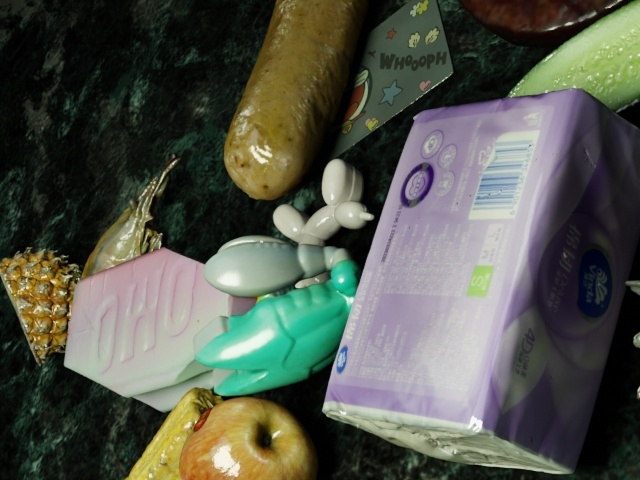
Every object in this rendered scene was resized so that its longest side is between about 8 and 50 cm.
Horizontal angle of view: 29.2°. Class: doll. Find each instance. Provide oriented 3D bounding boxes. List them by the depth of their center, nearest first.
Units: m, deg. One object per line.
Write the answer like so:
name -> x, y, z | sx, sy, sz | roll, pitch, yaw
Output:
doll -> -0.012, 0.090, 1.373 | 0.153, 0.258, 0.195 | -104, 17, -60
doll -> 0.000, 0.000, 1.482 | 0.161, 0.059, 0.160 | -40, 40, 23

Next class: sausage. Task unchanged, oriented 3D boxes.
sausage -> -0.010, -0.278, 1.607 | 0.123, 0.136, 0.501 | 7, 69, 27

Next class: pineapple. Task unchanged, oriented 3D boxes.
pineapple -> -0.391, 0.080, 1.834 | 0.137, 0.161, 0.176 | -23, 33, -13

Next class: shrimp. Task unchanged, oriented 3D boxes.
shrimp -> -0.249, 0.003, 1.765 | 0.117, 0.066, 0.262 | 40, 101, 13

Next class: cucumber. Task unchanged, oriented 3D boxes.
cucumber -> 0.288, -0.160, 1.255 | 0.244, 0.063, 0.115 | -24, 58, 37

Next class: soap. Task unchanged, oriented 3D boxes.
soap -> -0.187, 0.111, 1.569 | 0.324, 0.109, 0.193 | -18, 59, 39

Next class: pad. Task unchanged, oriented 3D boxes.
pad -> 0.065, -0.207, 1.588 | 0.245, 0.006, 0.170 | -34, 44, 30

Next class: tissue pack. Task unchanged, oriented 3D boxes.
tissue pack -> 0.163, 0.045, 1.183 | 0.242, 0.160, 0.338 | -2, 66, 55

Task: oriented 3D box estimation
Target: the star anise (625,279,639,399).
star anise -> 0.346, 0.065, 1.047 | 0.195, 0.065, 0.182 | -42, 36, 28

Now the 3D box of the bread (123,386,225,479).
bread -> -0.179, 0.281, 1.474 | 0.211, 0.083, 0.114 | -52, 17, 12

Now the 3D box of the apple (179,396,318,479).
apple -> -0.076, 0.241, 1.340 | 0.131, 0.146, 0.146 | -51, 36, 36

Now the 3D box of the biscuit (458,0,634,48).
biscuit -> 0.298, -0.403, 1.346 | 0.407, 0.091, 0.407 | -17, 65, 43
